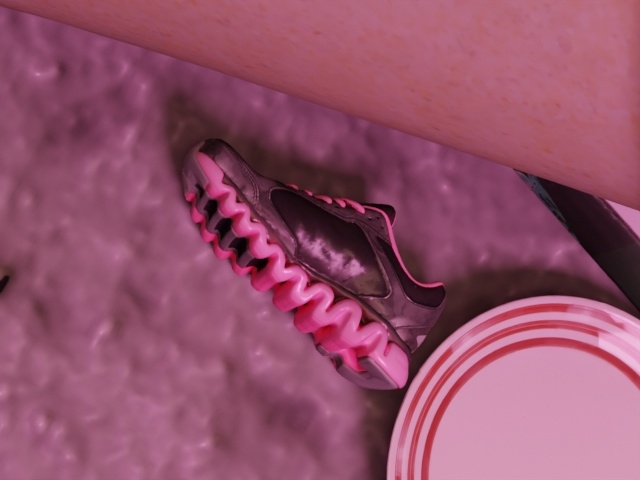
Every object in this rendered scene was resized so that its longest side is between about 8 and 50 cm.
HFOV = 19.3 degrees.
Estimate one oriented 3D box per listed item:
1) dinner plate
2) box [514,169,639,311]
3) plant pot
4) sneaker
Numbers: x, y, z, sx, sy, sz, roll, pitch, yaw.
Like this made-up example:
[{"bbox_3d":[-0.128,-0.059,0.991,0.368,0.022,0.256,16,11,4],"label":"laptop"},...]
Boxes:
[{"bbox_3d":[0.090,0.092,0.719,0.141,0.017,0.141,1,85,-18],"label":"dinner plate"},{"bbox_3d":[0.255,-0.002,0.750,0.232,0.058,0.322,-42,92,-12],"label":"box"},{"bbox_3d":[0.047,-0.162,0.584,0.305,0.334,0.334,12,81,16],"label":"plant pot"},{"bbox_3d":[0.000,0.000,0.704,0.119,0.047,0.057,46,71,-12],"label":"sneaker"}]
